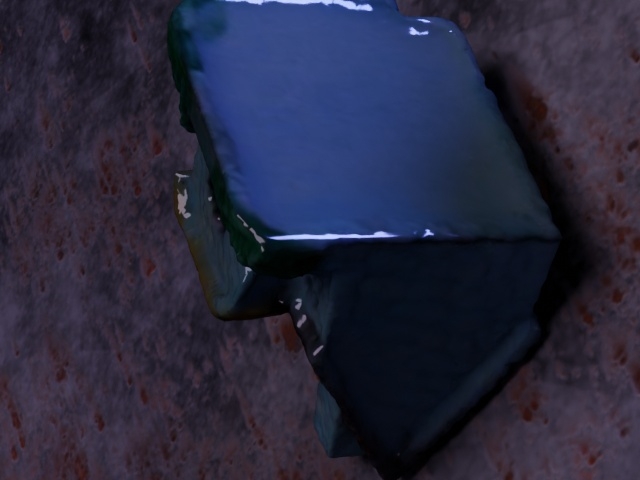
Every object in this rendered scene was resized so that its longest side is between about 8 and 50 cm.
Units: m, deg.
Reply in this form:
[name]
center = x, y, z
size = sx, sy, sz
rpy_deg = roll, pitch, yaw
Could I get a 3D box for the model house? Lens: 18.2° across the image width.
[model house]
center = 0.000, 0.000, 1.403
size = 0.280, 0.230, 0.248
rpy_deg = -109, 27, -43
